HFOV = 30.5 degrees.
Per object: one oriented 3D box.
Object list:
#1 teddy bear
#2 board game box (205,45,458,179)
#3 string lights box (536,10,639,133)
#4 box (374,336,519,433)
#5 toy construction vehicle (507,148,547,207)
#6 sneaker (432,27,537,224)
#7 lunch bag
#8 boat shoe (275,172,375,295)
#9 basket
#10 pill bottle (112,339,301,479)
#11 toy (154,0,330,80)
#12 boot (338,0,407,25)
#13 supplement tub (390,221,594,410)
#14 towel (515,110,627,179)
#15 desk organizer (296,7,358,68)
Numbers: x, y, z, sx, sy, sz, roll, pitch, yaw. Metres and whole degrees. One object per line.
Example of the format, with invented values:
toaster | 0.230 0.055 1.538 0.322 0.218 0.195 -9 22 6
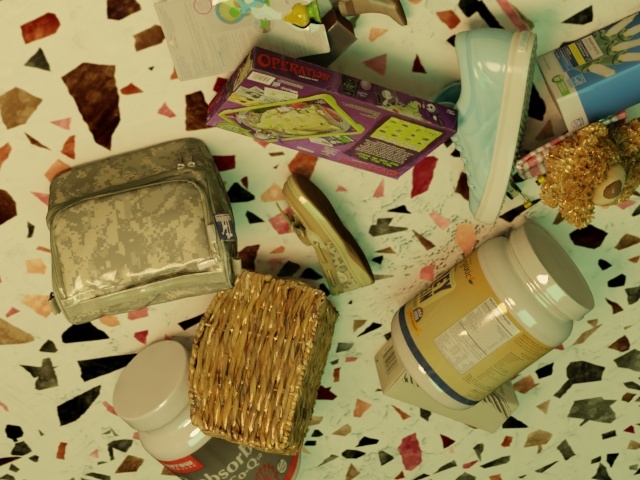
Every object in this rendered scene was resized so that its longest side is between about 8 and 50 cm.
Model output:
teddy bear | 0.486 -0.108 1.929 0.245 0.113 0.338 -31 164 13
board game box | 0.016 -0.193 1.846 0.347 0.056 0.208 15 151 -21
string lights box | 0.486 -0.282 1.850 0.260 0.133 0.077 -24 128 10
box | 0.247 0.277 2.297 0.275 0.113 0.094 21 122 -26
toy construction vehicle | 0.359 -0.108 2.045 0.098 0.035 0.086 37 111 -28
sneaker | 0.256 -0.191 1.913 0.150 0.135 0.366 14 129 13
lunch bag | -0.281 0.003 1.885 0.305 0.256 0.212 -14 131 2
boat shoe | 0.000 0.000 2.027 0.089 0.104 0.285 -27 129 10
basket | -0.110 0.218 2.086 0.213 0.299 0.223 13 170 9
pill bottle | -0.215 0.358 2.225 0.210 0.210 0.363 -30 128 16
toy | -0.114 -0.329 1.761 0.237 0.056 0.137 -8 127 9
boot | 0.072 -0.360 1.783 0.087 0.042 0.118 -20 129 16
supplement tub | 0.308 0.135 2.110 0.316 0.228 0.228 -40 125 22
towel | 0.413 -0.154 1.928 0.197 0.029 0.144 -28 169 11
desk organizer | -0.007 -0.294 1.814 0.047 0.050 0.130 35 117 -31
